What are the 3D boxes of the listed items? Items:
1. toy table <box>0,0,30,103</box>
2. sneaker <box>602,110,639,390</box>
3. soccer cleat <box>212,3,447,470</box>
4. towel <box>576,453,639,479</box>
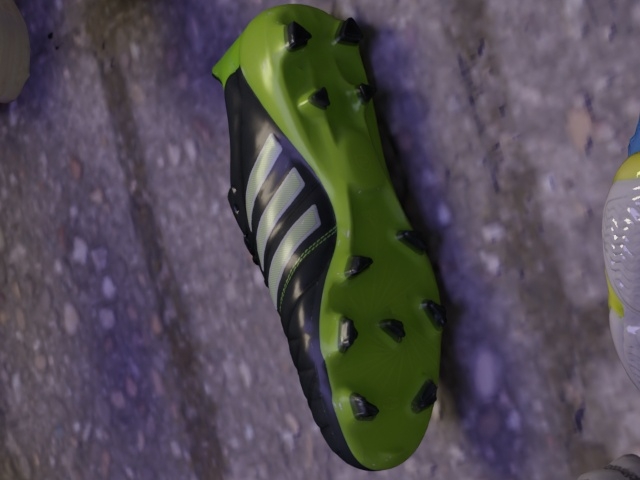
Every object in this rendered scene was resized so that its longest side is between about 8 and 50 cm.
[{"bbox_3d":[-0.214,-0.151,0.639,0.274,0.252,0.161,10,90,40],"label":"toy table"},{"bbox_3d":[0.132,-0.064,0.422,0.091,0.126,0.240,8,132,3],"label":"sneaker"},{"bbox_3d":[0.000,0.000,0.571,0.072,0.060,0.179,-28,70,53],"label":"soccer cleat"},{"bbox_3d":[0.089,0.209,0.388,0.283,0.235,0.121,48,130,30],"label":"towel"}]
